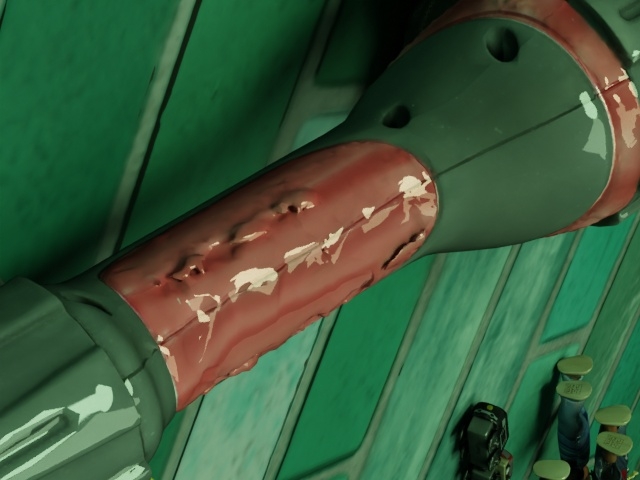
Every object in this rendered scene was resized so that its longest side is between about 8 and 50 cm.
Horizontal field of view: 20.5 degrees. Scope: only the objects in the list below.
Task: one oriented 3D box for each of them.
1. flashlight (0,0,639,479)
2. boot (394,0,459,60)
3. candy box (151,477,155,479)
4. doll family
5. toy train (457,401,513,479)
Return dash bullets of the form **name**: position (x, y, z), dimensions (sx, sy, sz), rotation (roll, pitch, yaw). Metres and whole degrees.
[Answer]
- **flashlight**: position (0.000, 0.000, 0.569), dimensions (0.304, 0.103, 0.103), rotation (-32, 142, -29)
- **boot**: position (0.122, -0.164, 0.714), dimensions (0.263, 0.091, 0.229), rotation (-36, 147, -39)
- **candy box**: position (-0.082, 0.159, 0.738), dimensions (0.105, 0.027, 0.206), rotation (-59, 156, -13)
- **doll family**: position (0.166, 0.166, 1.131), dimensions (0.111, 0.076, 0.193), rotation (76, 30, -42)
- **toy train**: position (0.104, 0.144, 1.088), dimensions (0.036, 0.027, 0.158), rotation (-60, 159, -28)
